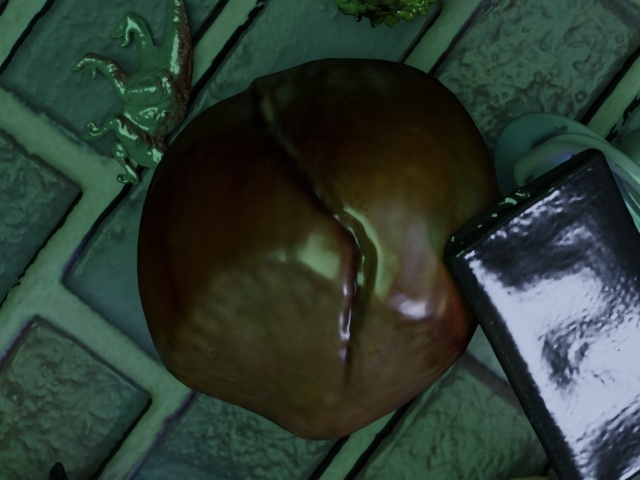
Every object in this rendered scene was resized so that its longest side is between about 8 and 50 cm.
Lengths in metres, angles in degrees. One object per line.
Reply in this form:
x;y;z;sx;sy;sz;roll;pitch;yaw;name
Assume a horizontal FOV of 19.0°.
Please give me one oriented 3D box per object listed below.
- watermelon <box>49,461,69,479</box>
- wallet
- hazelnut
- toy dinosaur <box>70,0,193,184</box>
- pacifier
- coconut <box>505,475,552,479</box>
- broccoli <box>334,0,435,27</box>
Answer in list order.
-0.241;0.402;1.867;0.279;0.279;0.359;-3;97;9;watermelon
0.238;0.085;1.717;0.170;0.044;0.321;-34;119;-9;wallet
0.000;0.000;1.792;0.372;0.315;0.372;-6;64;14;hazelnut
-0.159;-0.164;1.923;0.167;0.053;0.242;29;98;4;toy dinosaur
0.301;-0.032;1.822;0.207;0.227;0.279;-39;88;-30;pacifier
0.205;0.346;1.823;0.233;0.233;0.245;-7;97;9;coconut
0.074;-0.340;1.787;0.180;0.273;0.242;-22;74;-13;broccoli
